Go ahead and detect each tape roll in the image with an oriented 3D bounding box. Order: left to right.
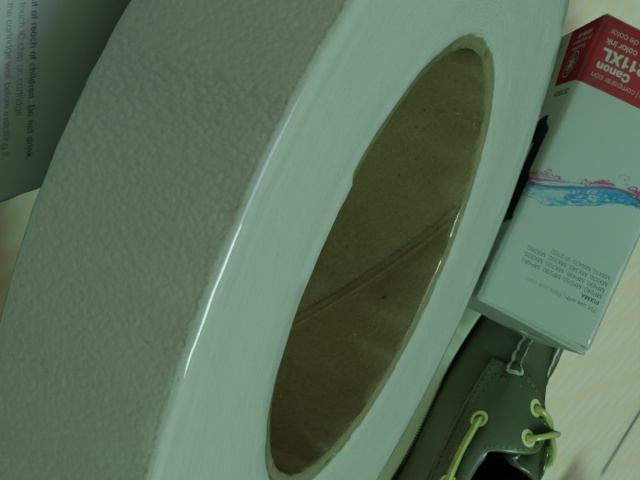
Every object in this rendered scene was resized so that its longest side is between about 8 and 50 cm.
[{"bbox_3d":[0.000,0.000,0.626,0.392,0.072,0.392,-55,160,-31],"label":"tape roll"}]

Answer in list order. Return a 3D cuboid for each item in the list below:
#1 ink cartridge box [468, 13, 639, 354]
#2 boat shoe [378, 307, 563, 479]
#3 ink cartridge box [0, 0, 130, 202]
[{"bbox_3d":[0.144,-0.031,0.858,0.175,0.072,0.127,-65,-174,-3],"label":"ink cartridge box"},{"bbox_3d":[0.098,0.140,0.937,0.305,0.091,0.109,-56,149,-18],"label":"boat shoe"},{"bbox_3d":[-0.162,-0.070,0.406,0.332,0.065,0.165,-24,130,-48],"label":"ink cartridge box"}]
